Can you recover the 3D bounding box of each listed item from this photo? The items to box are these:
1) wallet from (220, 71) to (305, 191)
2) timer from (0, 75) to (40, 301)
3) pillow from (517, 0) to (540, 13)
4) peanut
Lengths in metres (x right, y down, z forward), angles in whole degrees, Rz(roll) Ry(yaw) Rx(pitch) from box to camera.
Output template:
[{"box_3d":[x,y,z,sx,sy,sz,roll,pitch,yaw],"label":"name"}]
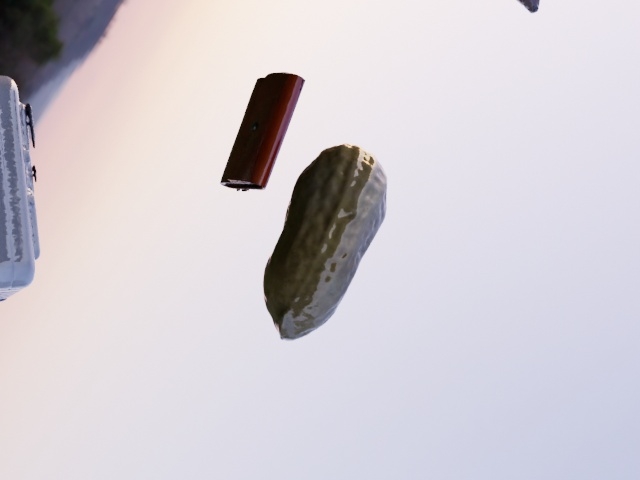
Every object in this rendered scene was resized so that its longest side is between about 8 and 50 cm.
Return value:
[{"box_3d":[-0.103,-0.185,2.049,0.142,0.045,0.204,5,-107,58],"label":"wallet"},{"box_3d":[-0.389,-0.058,1.436,0.178,0.078,0.253,-19,-104,60],"label":"timer"},{"box_3d":[0.220,-0.433,1.543,0.084,0.236,0.223,-24,145,-16],"label":"pillow"},{"box_3d":[0.002,-0.002,1.965,0.174,0.158,0.340,-10,-129,55],"label":"peanut"}]
